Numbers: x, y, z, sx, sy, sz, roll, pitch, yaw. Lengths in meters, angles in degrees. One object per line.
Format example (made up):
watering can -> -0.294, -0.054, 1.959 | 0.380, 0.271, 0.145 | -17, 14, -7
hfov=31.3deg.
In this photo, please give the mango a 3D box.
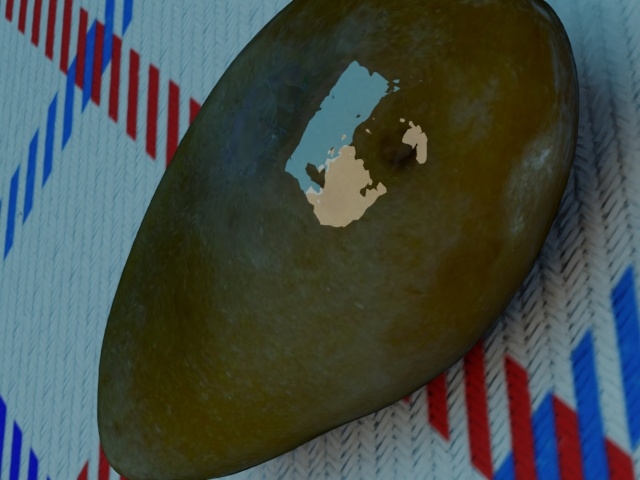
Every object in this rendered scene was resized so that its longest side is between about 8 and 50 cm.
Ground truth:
mango -> 0.000, 0.000, 0.660 | 0.384, 0.199, 0.221 | -52, 46, 20
